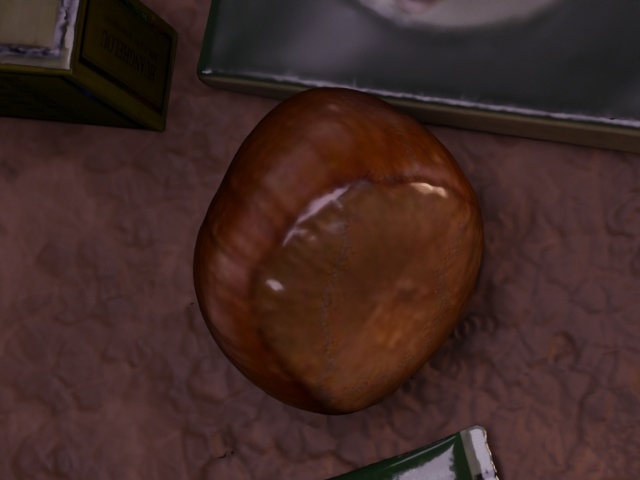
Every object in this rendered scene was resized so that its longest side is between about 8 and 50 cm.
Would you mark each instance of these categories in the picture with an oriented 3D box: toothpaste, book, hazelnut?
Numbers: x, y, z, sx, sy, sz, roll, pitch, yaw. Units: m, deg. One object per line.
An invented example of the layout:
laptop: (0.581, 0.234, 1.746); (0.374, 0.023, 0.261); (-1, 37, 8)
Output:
toothpaste: (-0.009, 0.142, 0.937); (0.204, 0.031, 0.049); (-17, 80, 9)
book: (0.095, -0.240, 0.961); (0.260, 0.043, 0.371); (10, 84, 17)
hazelnut: (0.000, 0.000, 0.903); (0.150, 0.150, 0.150); (-2, 82, 14)

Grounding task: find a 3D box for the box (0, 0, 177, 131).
box: (-0.200, -0.105, 0.961); (0.220, 0.141, 0.064); (4, 84, 15)
